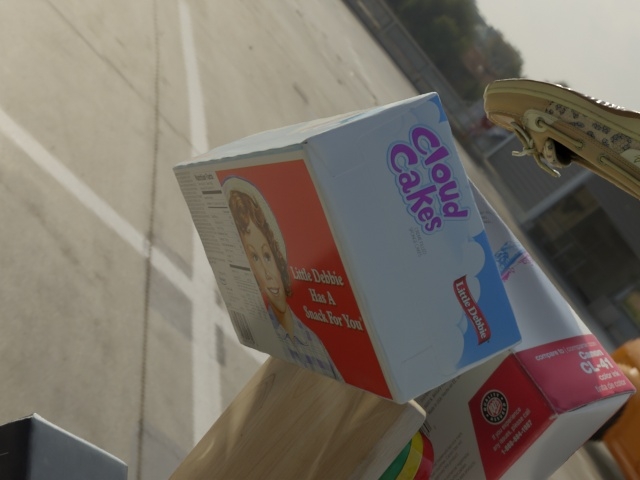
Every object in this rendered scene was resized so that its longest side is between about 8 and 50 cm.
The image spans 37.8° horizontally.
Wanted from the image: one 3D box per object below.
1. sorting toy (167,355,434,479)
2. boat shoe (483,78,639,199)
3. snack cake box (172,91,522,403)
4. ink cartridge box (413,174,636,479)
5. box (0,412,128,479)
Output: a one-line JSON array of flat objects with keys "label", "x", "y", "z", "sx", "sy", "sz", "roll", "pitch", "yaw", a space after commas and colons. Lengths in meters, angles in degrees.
[{"label": "sorting toy", "x": -0.021, "y": 0.220, "z": 0.851, "sx": 0.089, "sy": 0.257, "sz": 0.255, "roll": 41, "pitch": -2, "yaw": -22}, {"label": "boat shoe", "x": 0.281, "y": -0.101, "z": 0.996, "sx": 0.104, "sy": 0.089, "sz": 0.285, "roll": 20, "pitch": 5, "yaw": -47}, {"label": "snack cake box", "x": 0.000, "y": 0.000, "z": 0.611, "sx": 0.264, "sy": 0.089, "sz": 0.152, "roll": 5, "pitch": -64, "yaw": 66}, {"label": "ink cartridge box", "x": 0.136, "y": 0.108, "z": 0.969, "sx": 0.131, "sy": 0.226, "sz": 0.306, "roll": -5, "pitch": 51, "yaw": -35}, {"label": "box", "x": -0.399, "y": 0.443, "z": 1.065, "sx": 0.212, "sy": 0.293, "sz": 0.396, "roll": 51, "pitch": 27, "yaw": -53}]
